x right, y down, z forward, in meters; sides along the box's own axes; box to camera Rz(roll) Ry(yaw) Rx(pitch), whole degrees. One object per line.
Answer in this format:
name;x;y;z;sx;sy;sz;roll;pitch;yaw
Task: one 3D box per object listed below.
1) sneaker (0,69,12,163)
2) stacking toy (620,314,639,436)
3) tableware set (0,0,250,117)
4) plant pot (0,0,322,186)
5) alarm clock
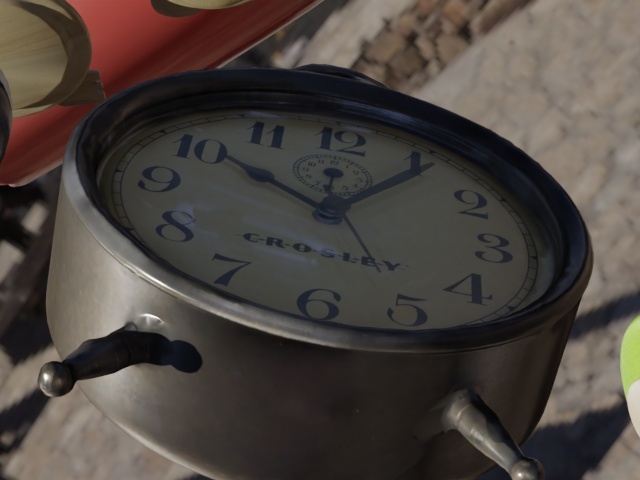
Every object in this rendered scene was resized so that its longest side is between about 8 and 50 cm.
sneaker;-0.150;0.079;0.442;0.153;0.099;0.282;35;78;25
stacking toy;0.213;0.197;0.881;0.130;0.309;0.279;-22;43;-20
tableware set;-0.085;-0.101;0.490;0.141;0.169;0.020;-15;51;11
plant pot;-0.166;-0.181;1.026;0.243;0.275;0.275;-41;26;11
alarm clock;0.000;0.000;0.423;0.192;0.129;0.064;-79;2;-57
